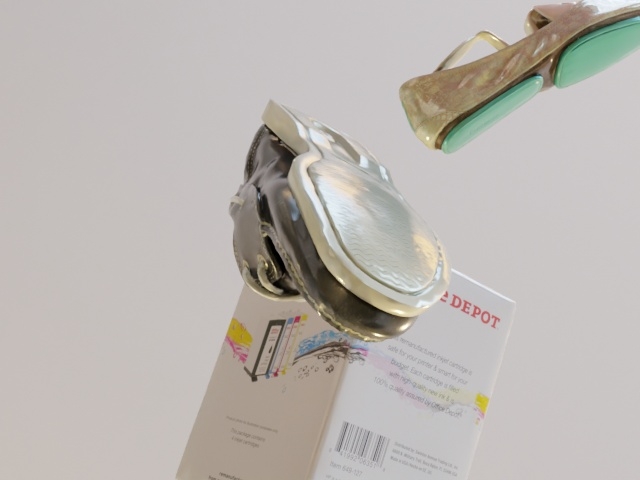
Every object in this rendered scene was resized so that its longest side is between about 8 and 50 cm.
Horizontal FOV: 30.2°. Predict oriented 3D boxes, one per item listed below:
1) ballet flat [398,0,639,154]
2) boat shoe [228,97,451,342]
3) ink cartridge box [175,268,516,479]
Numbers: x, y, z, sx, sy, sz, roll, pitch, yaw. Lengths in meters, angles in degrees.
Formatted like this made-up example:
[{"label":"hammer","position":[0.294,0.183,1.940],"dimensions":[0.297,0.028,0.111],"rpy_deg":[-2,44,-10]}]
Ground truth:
[{"label":"ballet flat","position":[0.121,-0.109,0.686],"dimensions":[0.168,0.057,0.052],"rpy_deg":[-29,-111,-14]},{"label":"boat shoe","position":[0.000,0.000,0.555],"dimensions":[0.084,0.233,0.079],"rpy_deg":[29,-79,-18]},{"label":"ink cartridge box","position":[0.023,0.124,0.990],"dimensions":[0.168,0.171,0.232],"rpy_deg":[4,-109,51]}]
